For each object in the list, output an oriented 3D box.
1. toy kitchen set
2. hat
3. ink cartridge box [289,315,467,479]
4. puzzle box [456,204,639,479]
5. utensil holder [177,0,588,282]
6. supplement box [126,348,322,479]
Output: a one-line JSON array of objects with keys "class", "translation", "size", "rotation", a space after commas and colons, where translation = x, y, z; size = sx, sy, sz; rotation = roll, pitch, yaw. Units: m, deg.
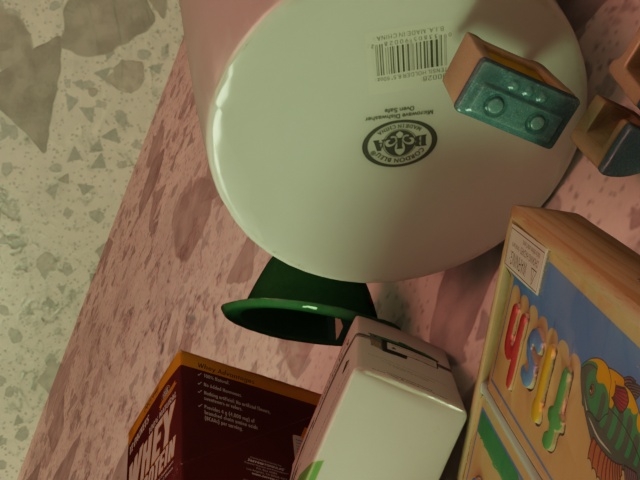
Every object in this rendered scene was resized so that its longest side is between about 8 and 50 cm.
[{"class": "toy kitchen set", "translation": [0.208, -0.147, 0.753], "size": [0.207, 0.166, 0.122], "rotation": [-62, 23, 21]}, {"class": "hat", "translation": [0.000, 0.000, 1.108], "size": [0.208, 0.173, 0.183], "rotation": [151, 131, -67]}, {"class": "ink cartridge box", "translation": [0.038, 0.163, 0.899], "size": [0.219, 0.093, 0.160], "rotation": [-76, 9, -84]}, {"class": "puzzle box", "translation": [0.148, 0.154, 0.601], "size": [0.409, 0.052, 0.272], "rotation": [-110, 28, -76]}, {"class": "utensil holder", "translation": [0.033, -0.194, 1.014], "size": [0.327, 0.328, 0.385], "rotation": [-57, 27, 29]}, {"class": "supplement box", "translation": [-0.074, 0.237, 1.065], "size": [0.129, 0.191, 0.194], "rotation": [-57, 24, 30]}]
